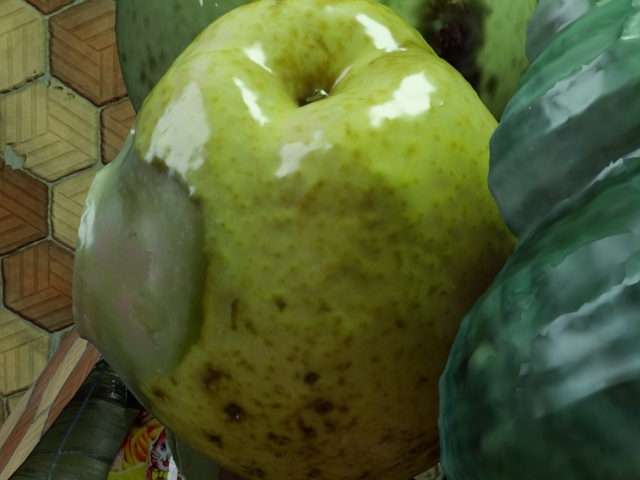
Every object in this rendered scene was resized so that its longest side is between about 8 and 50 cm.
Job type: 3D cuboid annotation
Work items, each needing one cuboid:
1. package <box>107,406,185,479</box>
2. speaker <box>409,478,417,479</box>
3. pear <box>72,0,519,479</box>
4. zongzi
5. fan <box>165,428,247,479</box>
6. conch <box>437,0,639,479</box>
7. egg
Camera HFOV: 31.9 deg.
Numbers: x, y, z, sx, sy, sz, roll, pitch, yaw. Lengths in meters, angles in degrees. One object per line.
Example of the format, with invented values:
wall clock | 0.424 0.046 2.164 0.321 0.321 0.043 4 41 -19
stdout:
package | -0.088 0.154 1.007 0.288 0.108 0.223 -52 17 -19
speaker | 0.020 0.168 0.693 0.094 0.075 0.060 -35 26 56
pear | 0.000 0.000 0.627 0.271 0.271 0.271 -51 16 21
zongzi | -0.185 0.229 1.163 0.300 0.138 0.286 -9 39 49
fan | -0.064 0.196 0.841 0.010 0.182 0.310 -3 73 37
conch | 0.144 0.002 0.471 0.220 0.277 0.195 -12 -3 33
egg | 0.017 -0.195 0.930 0.345 0.345 0.428 -44 15 39
